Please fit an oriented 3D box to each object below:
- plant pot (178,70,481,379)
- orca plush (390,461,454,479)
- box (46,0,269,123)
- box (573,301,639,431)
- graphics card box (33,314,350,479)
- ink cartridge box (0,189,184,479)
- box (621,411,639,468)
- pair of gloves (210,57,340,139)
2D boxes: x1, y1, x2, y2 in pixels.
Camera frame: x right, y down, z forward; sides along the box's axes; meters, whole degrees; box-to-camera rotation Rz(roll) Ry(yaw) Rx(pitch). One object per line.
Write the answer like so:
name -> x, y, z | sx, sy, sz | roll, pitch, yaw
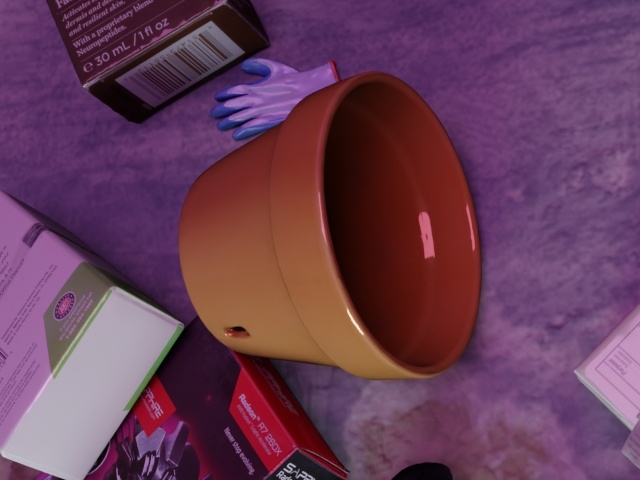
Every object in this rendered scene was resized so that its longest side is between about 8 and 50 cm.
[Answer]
plant pot -> 0.000, 0.000, 1.223 | 0.203, 0.291, 0.290 | -12, 74, 32
orca plush -> 0.042, 0.342, 1.180 | 0.151, 0.102, 0.287 | 30, 97, 61
box -> -0.229, -0.351, 1.440 | 0.191, 0.143, 0.381 | -30, 69, 10
box -> 0.392, 0.063, 1.145 | 0.311, 0.121, 0.148 | -46, 69, 4
graphics card box -> -0.173, 0.273, 1.263 | 0.371, 0.094, 0.233 | -45, 44, 6
ink cartridge box -> -0.299, 0.094, 1.326 | 0.273, 0.115, 0.198 | 33, 89, 46
box -> 0.409, 0.229, 1.053 | 0.324, 0.067, 0.063 | 28, 95, -6
pair of gloves -> -0.041, -0.117, 1.385 | 0.159, 0.023, 0.198 | -16, 74, 14
